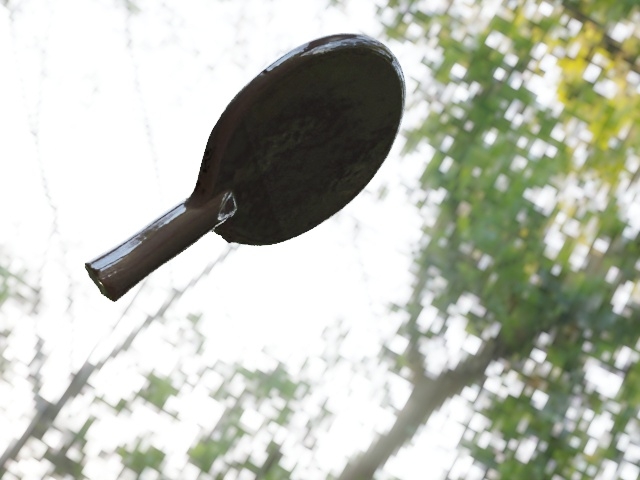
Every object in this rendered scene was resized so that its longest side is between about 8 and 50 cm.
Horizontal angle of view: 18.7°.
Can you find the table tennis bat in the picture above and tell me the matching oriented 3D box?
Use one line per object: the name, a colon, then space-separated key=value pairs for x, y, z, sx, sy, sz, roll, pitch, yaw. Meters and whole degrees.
table tennis bat: x=0.000 y=0.000 z=0.830 sx=0.119 sy=0.170 sz=0.107 roll=44 pitch=-19 yaw=36
